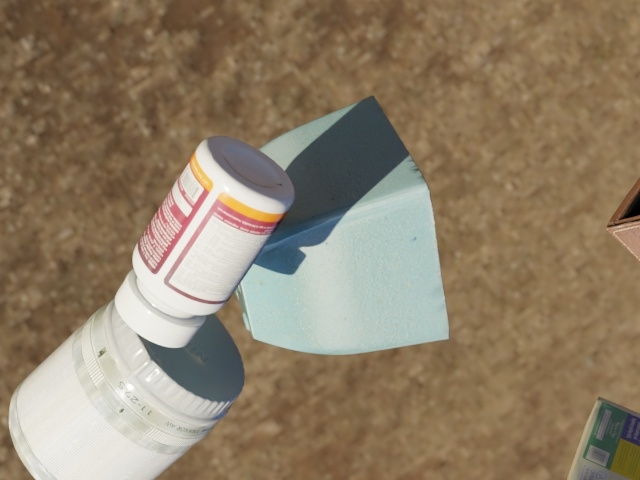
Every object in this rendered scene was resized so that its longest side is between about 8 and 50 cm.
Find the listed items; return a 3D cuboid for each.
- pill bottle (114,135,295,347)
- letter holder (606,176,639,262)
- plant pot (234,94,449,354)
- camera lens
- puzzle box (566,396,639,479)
[{"bbox_3d":[-0.131,0.004,1.817,0.121,0.121,0.221,1,131,-51],"label":"pill bottle"},{"bbox_3d":[0.450,0.022,1.481,0.152,0.302,0.214,-52,-165,-20],"label":"letter holder"},{"bbox_3d":[0.000,0.000,2.138,0.252,0.247,0.248,-16,126,-7],"label":"plant pot"},{"bbox_3d":[-0.262,0.211,2.201,0.274,0.219,0.219,-42,155,25],"label":"camera lens"},{"bbox_3d":[0.457,0.385,2.234,0.409,0.272,0.052,-53,164,-57],"label":"puzzle box"}]
